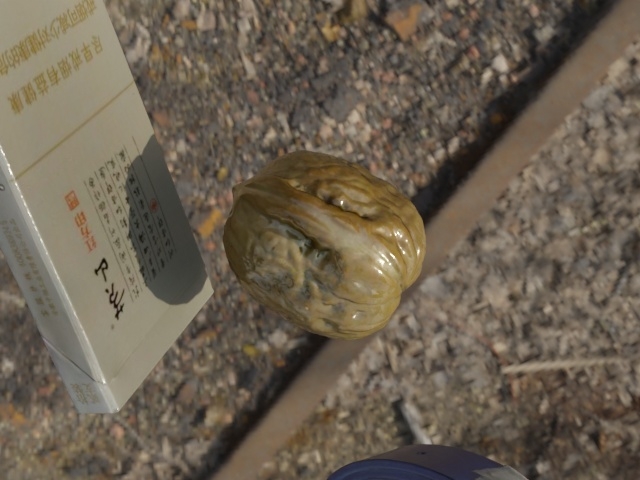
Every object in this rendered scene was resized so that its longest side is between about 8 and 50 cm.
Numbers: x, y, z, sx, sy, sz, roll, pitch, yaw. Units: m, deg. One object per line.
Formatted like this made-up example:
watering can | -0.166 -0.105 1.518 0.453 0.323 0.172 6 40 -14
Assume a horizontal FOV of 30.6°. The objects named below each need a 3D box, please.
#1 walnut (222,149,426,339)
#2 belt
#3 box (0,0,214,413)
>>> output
walnut | 0.000 0.000 1.042 0.184 0.155 0.155 29 120 5
belt | 0.158 0.368 1.416 0.117 0.347 0.212 -2 106 -51
box | -0.210 -0.053 1.023 0.051 0.204 0.365 -6 118 26
